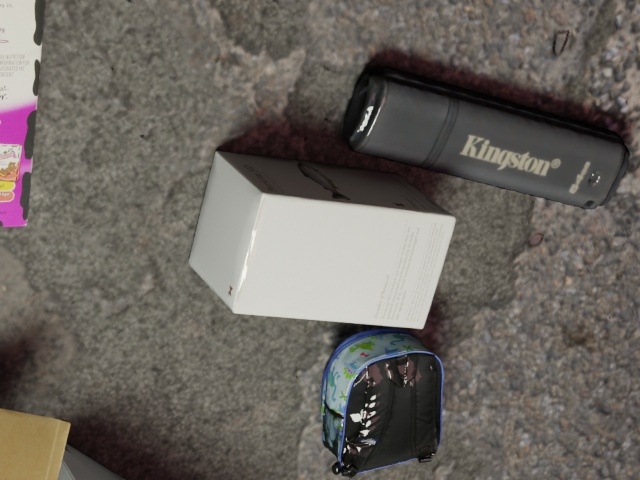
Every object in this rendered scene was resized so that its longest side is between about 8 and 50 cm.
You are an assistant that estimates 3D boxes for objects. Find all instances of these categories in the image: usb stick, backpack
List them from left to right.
[{"bbox_3d":[0.050,0.132,1.623,0.105,0.084,0.114,-8,121,-23],"label":"backpack"},{"bbox_3d":[0.144,-0.085,1.593,0.278,0.045,0.077,12,106,-30],"label":"usb stick"}]

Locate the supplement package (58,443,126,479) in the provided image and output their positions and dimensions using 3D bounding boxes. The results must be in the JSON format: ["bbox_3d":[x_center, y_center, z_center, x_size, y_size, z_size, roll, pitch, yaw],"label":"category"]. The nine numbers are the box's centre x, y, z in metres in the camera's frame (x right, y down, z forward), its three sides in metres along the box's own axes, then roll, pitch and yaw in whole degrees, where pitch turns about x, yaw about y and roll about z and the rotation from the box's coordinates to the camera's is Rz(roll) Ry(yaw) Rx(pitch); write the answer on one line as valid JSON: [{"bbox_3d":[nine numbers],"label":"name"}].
[{"bbox_3d":[-0.212,0.339,1.521,0.199,0.198,0.262,39,92,-33],"label":"supplement package"}]

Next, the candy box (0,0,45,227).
[{"bbox_3d":[-0.287,-0.127,1.348,0.159,0.071,0.233,-1,114,-25],"label":"candy box"}]

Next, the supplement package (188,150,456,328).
[{"bbox_3d":[0.000,0.000,1.526,0.179,0.105,0.105,6,110,-29],"label":"supplement package"}]

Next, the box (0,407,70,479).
[{"bbox_3d":[-0.285,0.222,1.422,0.021,0.164,0.201,35,65,-65],"label":"box"}]
